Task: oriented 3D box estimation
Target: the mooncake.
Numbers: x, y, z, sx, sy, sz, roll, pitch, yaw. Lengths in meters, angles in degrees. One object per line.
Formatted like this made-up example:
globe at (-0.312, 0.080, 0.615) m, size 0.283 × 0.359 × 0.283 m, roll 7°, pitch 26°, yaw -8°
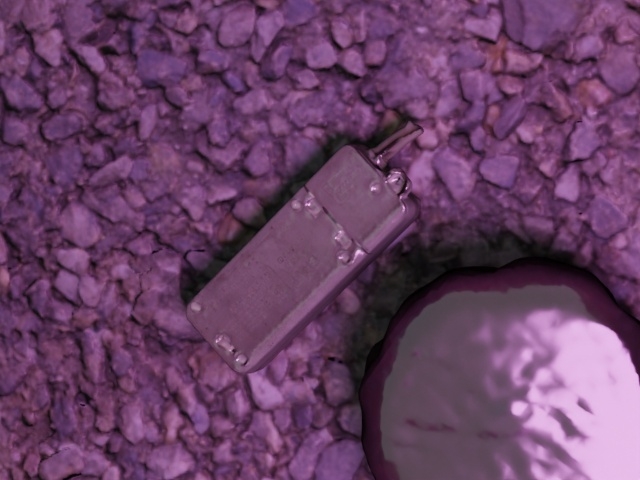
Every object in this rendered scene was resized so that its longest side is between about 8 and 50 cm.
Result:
mooncake at (0.173, 0.152, 1.644) m, size 0.283 × 0.141 × 0.283 m, roll 1°, pitch 94°, yaw 10°

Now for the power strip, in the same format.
power strip at (0.000, 0.000, 1.745) m, size 0.288 × 0.053 × 0.093 m, roll -44°, pitch 77°, yaw 14°
